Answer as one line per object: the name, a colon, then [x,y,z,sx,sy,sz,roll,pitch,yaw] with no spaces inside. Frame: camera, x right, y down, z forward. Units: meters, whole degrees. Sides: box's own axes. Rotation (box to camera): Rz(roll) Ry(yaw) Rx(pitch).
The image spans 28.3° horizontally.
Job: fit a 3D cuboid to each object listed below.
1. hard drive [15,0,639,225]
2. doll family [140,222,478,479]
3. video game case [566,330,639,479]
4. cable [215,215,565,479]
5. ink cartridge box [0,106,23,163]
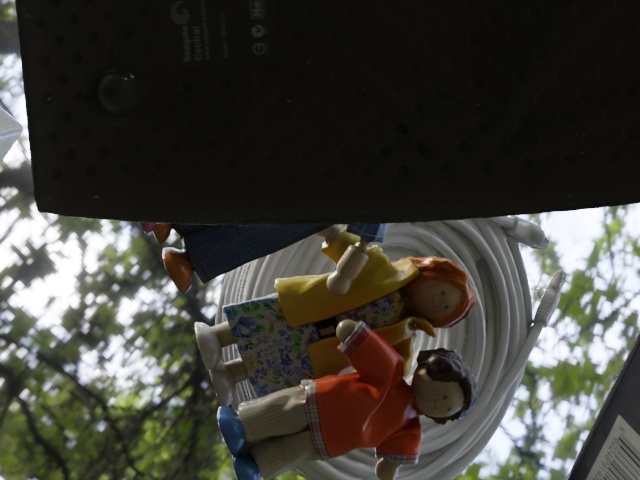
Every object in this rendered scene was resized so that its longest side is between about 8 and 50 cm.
hard drive: [0.030,-0.093,0.379,0.255,0.054,0.172,-3,-85,17]
doll family: [0.000,0.000,0.684,0.163,0.118,0.263,-19,-68,-1]
video game case: [0.197,0.109,0.380,0.274,0.026,0.196,49,-39,34]
cable: [0.044,0.062,0.947,0.257,0.257,0.089,34,-18,-29]
ink cartridge box: [-0.326,-0.073,0.731,0.198,0.273,0.115,41,-75,0]
